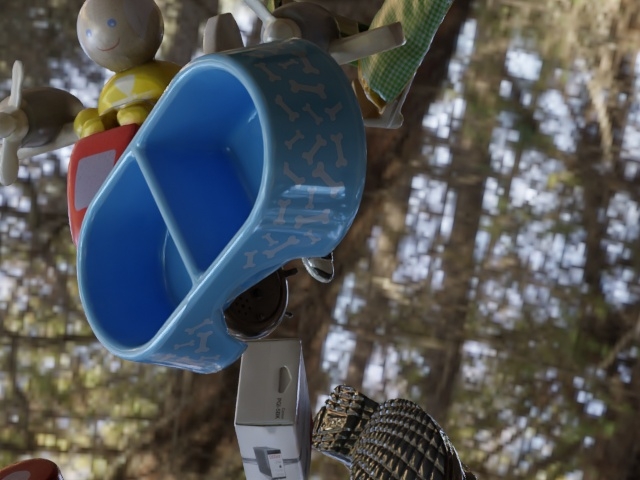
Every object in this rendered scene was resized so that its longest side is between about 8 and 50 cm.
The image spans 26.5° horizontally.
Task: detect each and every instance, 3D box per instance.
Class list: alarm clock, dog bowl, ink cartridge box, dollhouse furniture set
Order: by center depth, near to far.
[{"bbox_3d":[-0.084,-0.020,0.984,0.074,0.297,0.166,-1,-126,-42],"label":"dog bowl"},{"bbox_3d":[-0.041,0.169,1.263,0.056,0.135,0.099,-1,-133,6],"label":"ink cartridge box"},{"bbox_3d":[0.039,-0.280,1.583,0.151,0.197,0.301,16,-155,-12],"label":"dollhouse furniture set"},{"bbox_3d":[-0.113,0.063,1.611,0.192,0.129,0.064,-18,179,-40],"label":"alarm clock"}]

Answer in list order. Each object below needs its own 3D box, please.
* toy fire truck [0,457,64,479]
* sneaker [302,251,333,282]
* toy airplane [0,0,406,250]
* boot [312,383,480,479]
[{"bbox_3d":[-0.289,0.365,1.459,0.254,0.169,0.302,1,-155,37],"label":"toy fire truck"},{"bbox_3d":[0.000,0.000,1.359,0.032,0.083,0.037,6,151,-45],"label":"sneaker"},{"bbox_3d":[-0.149,-0.152,1.405,0.386,0.272,0.384,-36,-152,-15],"label":"toy airplane"},{"bbox_3d":[0.135,0.269,1.517,0.223,0.118,0.338,35,179,-19],"label":"boot"}]
